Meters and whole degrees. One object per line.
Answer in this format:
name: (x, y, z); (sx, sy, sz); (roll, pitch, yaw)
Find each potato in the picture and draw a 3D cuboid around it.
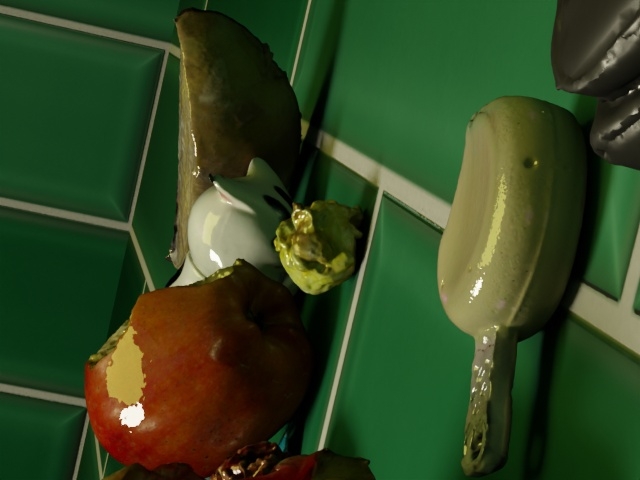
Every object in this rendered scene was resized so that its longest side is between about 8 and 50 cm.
potato: (-0.066, -0.061, 1.496); (0.100, 0.120, 0.261); (-107, 17, -53)

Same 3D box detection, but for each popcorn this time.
popcorn: (-0.003, 0.002, 1.232); (0.083, 0.059, 0.068); (-85, 9, -74)

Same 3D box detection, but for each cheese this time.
cheese: (0.081, 0.020, 0.803); (0.092, 0.047, 0.171); (-155, 76, -80)

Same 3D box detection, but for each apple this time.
apple: (-0.085, 0.098, 1.300); (0.158, 0.156, 0.147); (-30, 59, 41)

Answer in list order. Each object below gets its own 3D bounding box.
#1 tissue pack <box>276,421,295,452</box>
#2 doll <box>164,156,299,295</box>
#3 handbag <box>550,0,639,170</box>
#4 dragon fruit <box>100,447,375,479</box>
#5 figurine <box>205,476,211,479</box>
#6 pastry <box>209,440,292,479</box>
tissue pack: (-0.041, 0.211, 1.296); (0.085, 0.028, 0.138); (122, 154, -61)
doll: (-0.069, 0.032, 1.428); (0.181, 0.107, 0.110); (-67, -7, 21)
handbag: (0.157, -0.165, 0.529); (0.275, 0.088, 0.244); (123, 160, -65)
dragon fruit: (-0.043, 0.214, 0.787); (0.302, 0.237, 0.231); (-54, 46, 42)
figurine: (-0.120, 0.205, 1.586); (0.086, 0.087, 0.149); (-23, 47, 30)
pastry: (-0.039, 0.212, 1.110); (0.208, 0.097, 0.115); (-92, 27, -56)
